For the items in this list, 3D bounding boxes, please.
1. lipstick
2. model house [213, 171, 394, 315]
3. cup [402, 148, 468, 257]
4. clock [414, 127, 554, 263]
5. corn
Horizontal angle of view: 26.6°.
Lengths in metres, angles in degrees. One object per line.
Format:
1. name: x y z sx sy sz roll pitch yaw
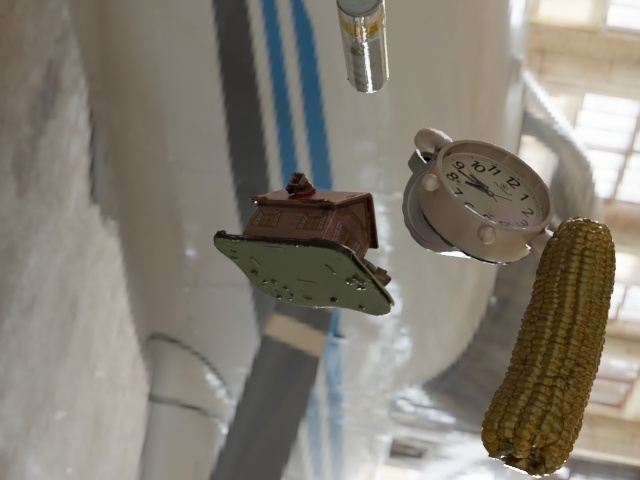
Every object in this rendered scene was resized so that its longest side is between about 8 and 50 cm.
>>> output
1. lipstick: 0.055 -0.256 1.706 0.264 0.059 0.059 73 27 -76
2. model house: -0.001 -0.001 2.199 0.207 0.294 0.154 47 60 -41
3. cup: 0.218 -0.054 2.124 0.202 0.221 0.167 3 95 -54
4. clock: 0.189 -0.043 1.566 0.155 0.229 0.063 -29 154 -45
5. corn: 0.244 0.106 1.407 0.101 0.101 0.292 86 21 -65
